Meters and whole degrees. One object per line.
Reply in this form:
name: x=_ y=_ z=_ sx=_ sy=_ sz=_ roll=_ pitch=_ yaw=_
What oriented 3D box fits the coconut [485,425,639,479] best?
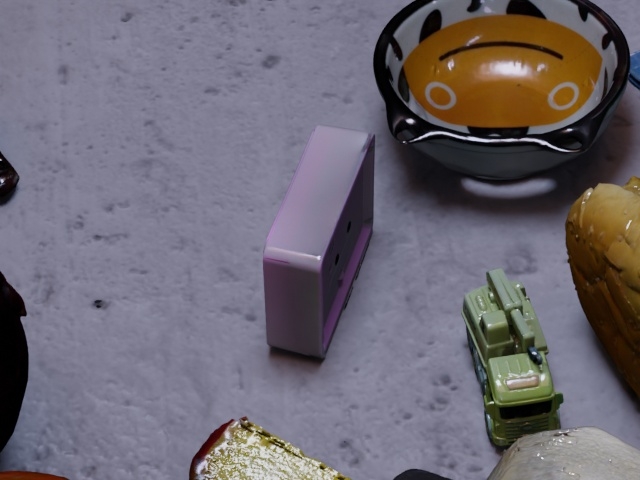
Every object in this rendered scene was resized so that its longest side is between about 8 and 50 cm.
coconut: x=0.226 y=0.284 z=1.606 sx=0.247 sy=0.245 sz=0.245 roll=30 pitch=52 yaw=5

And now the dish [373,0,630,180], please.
dish: x=0.194 y=-0.152 z=2.150 sx=0.303 sy=0.120 sz=0.303 roll=-3 pitch=46 yaw=3

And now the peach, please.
peach: x=-0.040 y=0.238 z=1.813 sx=0.172 sy=0.092 sz=0.127 roll=10 pitch=51 yaw=-2

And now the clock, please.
clock: x=0.000 y=0.000 z=1.999 sx=0.063 sy=0.150 sz=0.197 roll=12 pitch=48 yaw=12

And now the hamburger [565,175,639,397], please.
hamburger: x=0.340 y=0.050 z=1.873 sx=0.163 sy=0.244 sz=0.244 roll=-15 pitch=46 yaw=-10

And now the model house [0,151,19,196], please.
model house: x=-0.437 y=-0.137 z=2.165 sx=0.203 sy=0.164 sz=0.141 roll=-6 pitch=40 yaw=2

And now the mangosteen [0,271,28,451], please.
mangosteen: x=-0.438 y=0.120 z=1.827 sx=0.347 sy=0.307 sz=0.307 roll=-36 pitch=52 yaw=-11

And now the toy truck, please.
toy truck: x=0.182 y=0.105 z=1.913 sx=0.077 sy=0.100 sz=0.169 roll=-8 pitch=45 yaw=0

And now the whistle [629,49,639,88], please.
whistle: x=0.414 y=-0.235 z=2.238 sx=0.158 sy=0.090 sz=0.090 roll=-24 pitch=48 yaw=-18

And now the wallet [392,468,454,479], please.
wallet: x=0.079 y=0.362 z=1.708 sx=0.197 sy=0.051 sz=0.377 roll=17 pitch=50 yaw=17

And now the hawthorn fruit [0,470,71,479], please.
hawthorn fruit: x=-0.264 y=0.320 z=1.633 sx=0.284 sy=0.284 sz=0.284 roll=-3 pitch=46 yaw=3
